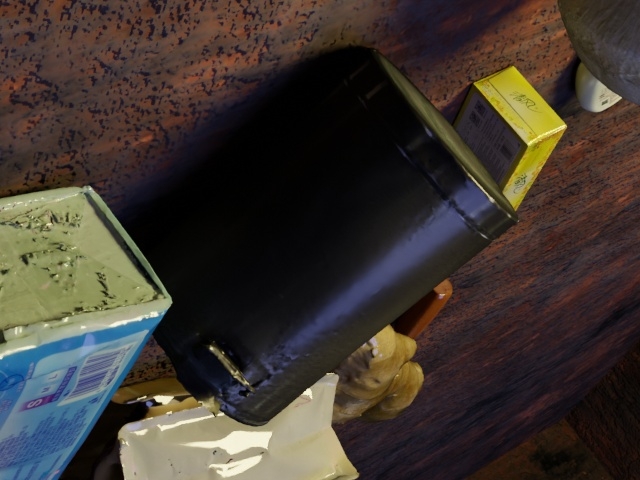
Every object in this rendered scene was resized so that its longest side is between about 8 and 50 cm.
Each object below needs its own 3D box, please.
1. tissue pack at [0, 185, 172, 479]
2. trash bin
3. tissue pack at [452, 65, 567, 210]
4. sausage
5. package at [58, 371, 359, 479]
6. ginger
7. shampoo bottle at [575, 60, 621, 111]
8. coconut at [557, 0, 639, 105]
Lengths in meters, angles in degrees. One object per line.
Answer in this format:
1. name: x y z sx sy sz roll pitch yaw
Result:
1. tissue pack: -0.268 0.099 1.013 0.198 0.146 0.263 -14 151 -44
2. trash bin: 0.000 0.000 1.171 0.301 0.203 0.252 -41 -167 11
3. tissue pack: 0.192 -0.097 1.429 0.062 0.095 0.176 -28 158 -27
4. sausage: 0.146 0.102 1.872 0.039 0.041 0.131 -26 158 -42
5. package: -0.132 0.221 1.526 0.311 0.221 0.165 -11 107 -37
6. ginger: 0.057 0.197 1.827 0.363 0.122 0.348 -3 150 -42
7. shampoo bottle: 0.330 -0.202 1.503 0.077 0.045 0.152 -35 162 0
8. coconut: 0.329 -0.241 1.140 0.245 0.245 0.247 -37 159 0
